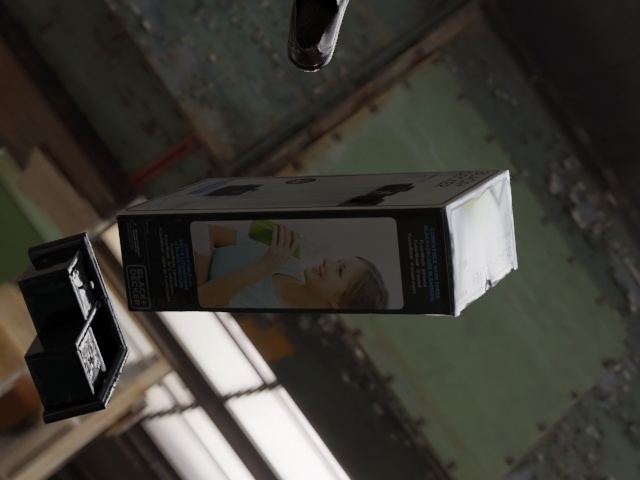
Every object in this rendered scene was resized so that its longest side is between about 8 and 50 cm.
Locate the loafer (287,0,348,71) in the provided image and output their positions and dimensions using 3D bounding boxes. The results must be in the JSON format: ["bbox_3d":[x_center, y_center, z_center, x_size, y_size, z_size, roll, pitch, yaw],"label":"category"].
[{"bbox_3d":[0.007,-0.328,1.804,0.080,0.220,0.078,8,178,1],"label":"loafer"}]

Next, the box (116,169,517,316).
[{"bbox_3d":[0.000,0.000,1.162,0.290,0.087,0.169,0,-168,26],"label":"box"}]

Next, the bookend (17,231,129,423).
[{"bbox_3d":[-0.281,0.094,1.553,0.072,0.157,0.156,-15,-163,7],"label":"bookend"}]
